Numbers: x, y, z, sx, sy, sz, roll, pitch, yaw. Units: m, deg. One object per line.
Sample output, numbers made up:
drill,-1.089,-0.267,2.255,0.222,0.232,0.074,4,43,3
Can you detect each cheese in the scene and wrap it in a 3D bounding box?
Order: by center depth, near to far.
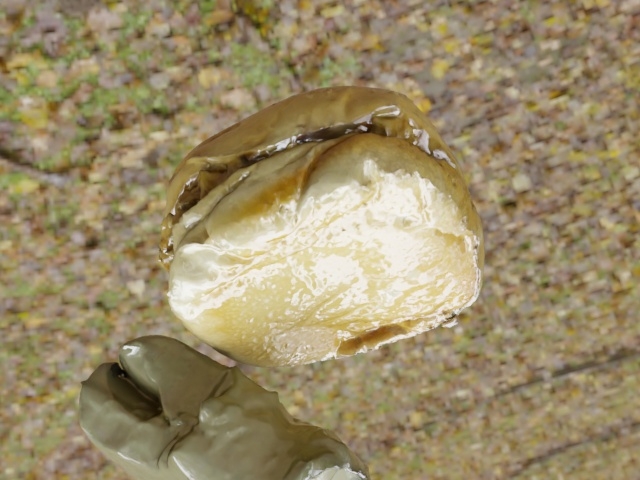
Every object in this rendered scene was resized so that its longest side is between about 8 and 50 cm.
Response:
cheese,-0.067,0.142,0.761,0.091,0.203,0.175,-52,158,-21

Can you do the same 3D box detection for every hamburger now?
hamburger,-0.001,-0.001,0.748,0.214,0.108,0.213,-6,142,-4
